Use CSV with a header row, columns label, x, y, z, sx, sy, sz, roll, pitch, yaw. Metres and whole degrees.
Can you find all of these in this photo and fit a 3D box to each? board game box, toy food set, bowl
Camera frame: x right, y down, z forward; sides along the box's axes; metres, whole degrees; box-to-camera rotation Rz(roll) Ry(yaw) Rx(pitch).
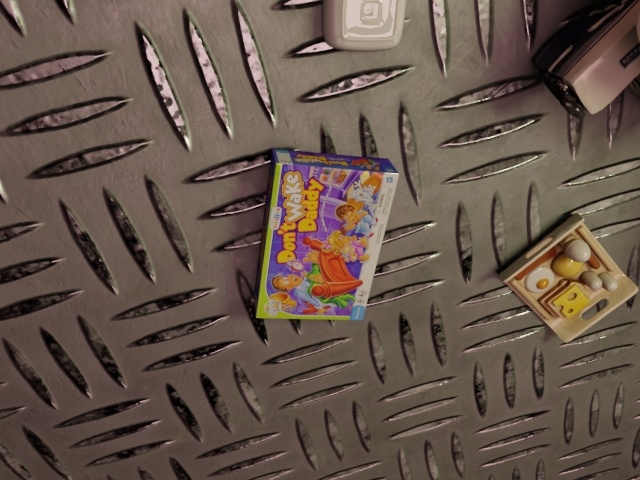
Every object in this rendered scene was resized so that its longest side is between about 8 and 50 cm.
label,x,y,z,sx,sy,sz,roll,pitch,yaw
board game box,0.000,0.000,1.059,0.234,0.078,0.347,3,120,-13
toy food set,0.584,0.099,1.228,0.220,0.092,0.306,-43,119,14
bowl,0.077,-0.380,0.865,0.142,0.053,0.142,-2,122,-9

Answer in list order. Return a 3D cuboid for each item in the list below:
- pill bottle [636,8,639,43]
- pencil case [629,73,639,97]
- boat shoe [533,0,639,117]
label,x,y,z,sx,sy,sz,roll,pitch,yaw
pill bottle,0.655,-0.275,0.759,0.361,0.204,0.204,19,115,-26
pencil case,0.744,-0.404,0.920,0.184,0.160,0.410,32,110,-18
boat shoe,0.521,-0.373,0.887,0.340,0.158,0.127,-40,124,18
